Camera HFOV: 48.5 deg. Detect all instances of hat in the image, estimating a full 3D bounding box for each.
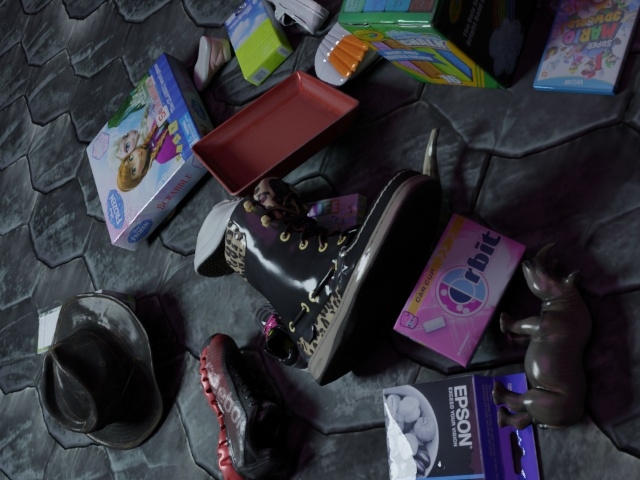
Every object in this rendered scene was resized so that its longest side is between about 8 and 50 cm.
[{"bbox_3d":[-0.467,0.274,1.394,0.331,0.134,0.331,6,101,30],"label":"hat"}]

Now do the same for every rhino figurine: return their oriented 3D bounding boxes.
[{"bbox_3d":[0.285,0.120,0.897,0.106,0.073,0.243,2,76,29],"label":"rhino figurine"}]

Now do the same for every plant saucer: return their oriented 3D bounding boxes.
[{"bbox_3d":[-0.080,-0.183,1.249,0.259,0.048,0.258,-38,35,-6],"label":"plant saucer"}]

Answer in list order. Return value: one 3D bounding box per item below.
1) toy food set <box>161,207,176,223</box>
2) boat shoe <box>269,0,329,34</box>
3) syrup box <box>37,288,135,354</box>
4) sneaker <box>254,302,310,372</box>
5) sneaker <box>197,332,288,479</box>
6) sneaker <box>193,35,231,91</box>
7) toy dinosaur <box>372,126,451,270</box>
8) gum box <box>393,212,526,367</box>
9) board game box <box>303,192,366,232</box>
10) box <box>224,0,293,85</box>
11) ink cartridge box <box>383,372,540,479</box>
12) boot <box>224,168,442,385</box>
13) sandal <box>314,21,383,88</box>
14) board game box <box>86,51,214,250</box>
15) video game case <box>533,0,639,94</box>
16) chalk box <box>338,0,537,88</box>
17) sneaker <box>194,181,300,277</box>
[{"bbox_3d":[-0.341,-0.076,1.545,0.082,0.020,0.083,-29,59,31],"label":"toy food set"},{"bbox_3d":[-0.058,-0.453,1.398,0.184,0.066,0.063,36,100,32],"label":"boat shoe"},{"bbox_3d":[-0.514,0.186,1.560,0.237,0.096,0.093,-20,65,33],"label":"syrup box"},{"bbox_3d":[-0.069,0.156,1.194,0.170,0.075,0.063,43,106,41],"label":"sneaker"},{"bbox_3d":[-0.124,0.270,1.191,0.135,0.097,0.276,-35,58,28],"label":"sneaker"},{"bbox_3d":[-0.229,-0.381,1.535,0.051,0.070,0.134,56,143,31],"label":"sneaker"},{"bbox_3d":[0.148,-0.027,1.062,0.118,0.064,0.268,-13,76,21],"label":"toy dinosaur"},{"bbox_3d":[0.192,0.064,0.962,0.107,0.062,0.188,27,84,18],"label":"gum box"},{"bbox_3d":[0.007,-0.017,1.216,0.154,0.026,0.103,-9,70,39],"label":"board game box"},{"bbox_3d":[-0.129,-0.416,1.455,0.109,0.042,0.178,-38,54,25],"label":"box"},{"bbox_3d":[0.184,0.289,0.951,0.208,0.045,0.206,-18,64,35],"label":"ink cartridge box"},{"bbox_3d":[0.000,0.000,1.061,0.284,0.138,0.377,45,132,29],"label":"boot"},{"bbox_3d":[0.089,-0.357,1.218,0.265,0.076,0.102,-45,58,39],"label":"sandal"},{"bbox_3d":[-0.374,-0.197,1.557,0.318,0.066,0.319,-44,51,21],"label":"board game box"},{"bbox_3d":[0.375,-0.286,0.989,0.119,0.015,0.166,16,87,43],"label":"video game case"},{"bbox_3d":[0.156,-0.357,1.017,0.179,0.289,0.180,17,88,43],"label":"chalk box"},{"bbox_3d":[-0.147,-0.049,1.294,0.290,0.106,0.123,-36,48,38],"label":"sneaker"}]
